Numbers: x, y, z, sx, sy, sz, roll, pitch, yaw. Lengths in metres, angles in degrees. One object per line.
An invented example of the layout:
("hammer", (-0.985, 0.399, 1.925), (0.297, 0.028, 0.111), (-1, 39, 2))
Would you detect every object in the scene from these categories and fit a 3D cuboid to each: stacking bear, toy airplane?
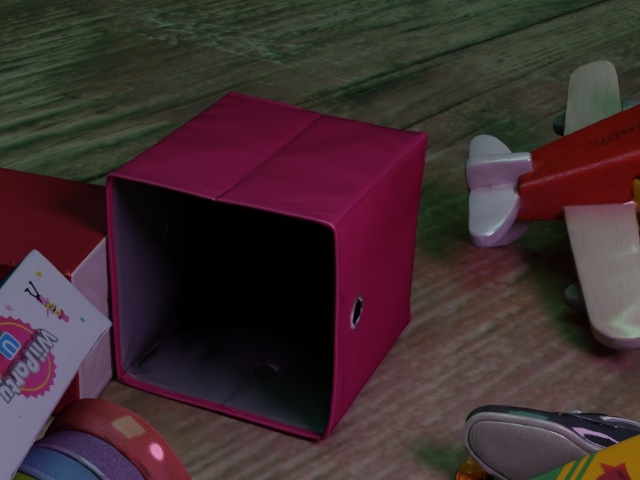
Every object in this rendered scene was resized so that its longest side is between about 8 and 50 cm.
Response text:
("stacking bear", (-0.240, 0.267, 0.924), (0.175, 0.164, 0.289), (17, 37, 25))
("toy airplane", (0.369, -0.058, 1.486), (0.386, 0.272, 0.384), (-50, 36, -11))

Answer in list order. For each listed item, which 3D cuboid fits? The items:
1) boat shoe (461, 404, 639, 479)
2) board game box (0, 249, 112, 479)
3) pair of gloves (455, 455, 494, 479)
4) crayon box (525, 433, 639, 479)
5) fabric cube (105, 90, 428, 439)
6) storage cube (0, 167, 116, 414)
("boat shoe", (0.248, 0.201, 1.139), (0.233, 0.084, 0.079), (12, 25, 0))
("board game box", (-0.331, 0.169, 0.959), (0.303, 0.097, 0.224), (-36, 16, 27))
("pair of gloves", (0.173, 0.233, 1.151), (0.083, 0.010, 0.074), (13, 31, 17))
("crayon box", (0.277, 0.265, 0.963), (0.318, 0.081, 0.202), (-15, 55, -28))
("fabric cube", (-0.050, 0.017, 1.277), (0.259, 0.254, 0.258), (13, 29, 20))
("storage cube", (-0.307, 0.048, 1.271), (0.193, 0.183, 0.215), (10, 30, 13))
